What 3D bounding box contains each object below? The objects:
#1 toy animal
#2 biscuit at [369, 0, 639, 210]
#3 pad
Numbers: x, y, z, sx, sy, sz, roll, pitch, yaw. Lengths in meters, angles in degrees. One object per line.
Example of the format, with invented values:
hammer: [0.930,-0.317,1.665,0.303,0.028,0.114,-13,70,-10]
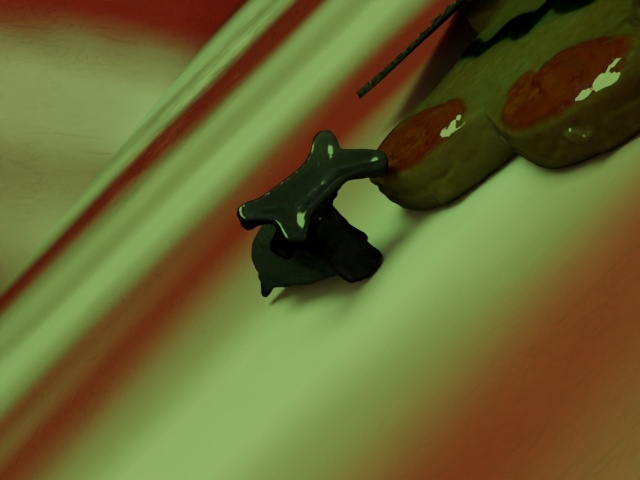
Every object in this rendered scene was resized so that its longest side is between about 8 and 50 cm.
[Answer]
toy animal: [0.002,0.003,1.057,0.121,0.117,0.210,-51,-10,-21]
biscuit: [0.203,-0.195,1.026,0.368,0.076,0.394,-16,33,57]
pad: [0.170,-0.276,1.260,0.270,0.012,0.269,-40,5,48]
